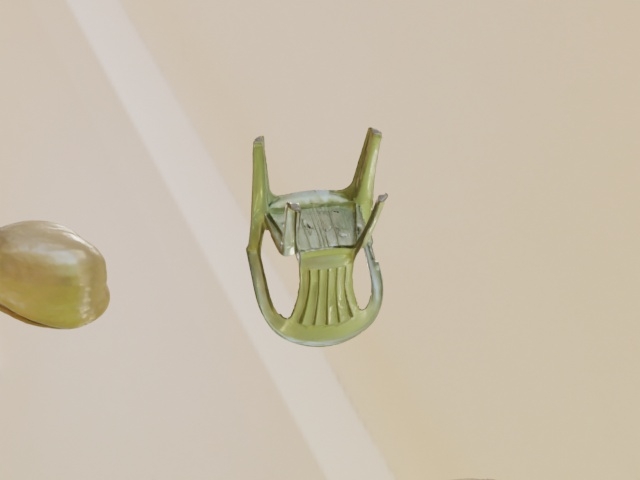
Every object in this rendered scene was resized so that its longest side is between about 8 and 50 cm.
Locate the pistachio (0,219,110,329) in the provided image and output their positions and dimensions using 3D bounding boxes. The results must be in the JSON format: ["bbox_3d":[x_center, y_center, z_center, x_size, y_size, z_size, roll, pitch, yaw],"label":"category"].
[{"bbox_3d":[-0.294,0.036,1.076,0.113,0.149,0.113,-173,-90,-68],"label":"pistachio"}]

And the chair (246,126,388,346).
[{"bbox_3d":[0.000,0.000,1.512,0.274,0.203,0.190,95,-16,-48],"label":"chair"}]

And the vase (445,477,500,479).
[{"bbox_3d":[0.033,0.230,0.516,0.329,0.302,0.241,24,-89,17],"label":"vase"}]
